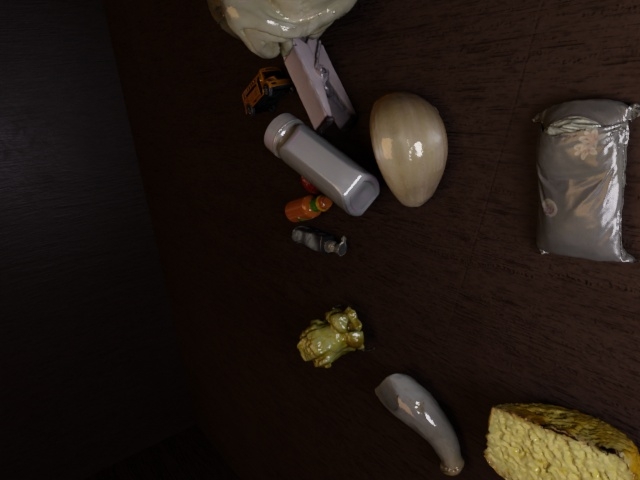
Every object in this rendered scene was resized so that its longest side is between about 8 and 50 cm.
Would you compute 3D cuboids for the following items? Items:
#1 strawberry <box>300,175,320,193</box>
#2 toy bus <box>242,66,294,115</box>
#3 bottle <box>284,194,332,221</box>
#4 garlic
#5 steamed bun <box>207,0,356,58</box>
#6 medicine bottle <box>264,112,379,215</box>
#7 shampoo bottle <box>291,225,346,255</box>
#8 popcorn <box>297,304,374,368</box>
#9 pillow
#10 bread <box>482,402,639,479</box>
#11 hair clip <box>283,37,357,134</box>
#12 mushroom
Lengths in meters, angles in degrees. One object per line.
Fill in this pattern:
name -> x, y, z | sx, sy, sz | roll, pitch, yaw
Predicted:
strawberry -> -0.014, -0.166, 1.344 | 0.083, 0.083, 0.096 | 43, 145, 38
toy bus -> -0.150, -0.420, 1.412 | 0.194, 0.083, 0.088 | -21, 87, 59
bottle -> -0.030, -0.094, 1.409 | 0.187, 0.069, 0.069 | -11, 96, 59
garlic -> 0.176, -0.180, 1.018 | 0.164, 0.145, 0.245 | -104, 0, -80
steamed bun -> -0.070, -0.533, 1.064 | 0.247, 0.352, 0.339 | 47, -162, -48
medicine bottle -> -0.002, -0.186, 1.206 | 0.296, 0.111, 0.161 | 40, -178, 26
shampoo bottle -> -0.001, 0.001, 1.424 | 0.207, 0.057, 0.063 | 18, 113, 50
popcorn -> 0.041, 0.275, 1.424 | 0.195, 0.168, 0.173 | -36, 58, 18
pillow -> 0.395, -0.085, 0.772 | 0.169, 0.059, 0.255 | 11, 114, 51
bread -> 0.431, 0.374, 0.877 | 0.260, 0.147, 0.160 | 2, 98, 53
hair clip -> -0.020, -0.411, 1.212 | 0.085, 0.101, 0.331 | -41, 68, 60
mushroom -> 0.252, 0.436, 1.220 | 0.270, 0.103, 0.118 | 49, 142, 22
